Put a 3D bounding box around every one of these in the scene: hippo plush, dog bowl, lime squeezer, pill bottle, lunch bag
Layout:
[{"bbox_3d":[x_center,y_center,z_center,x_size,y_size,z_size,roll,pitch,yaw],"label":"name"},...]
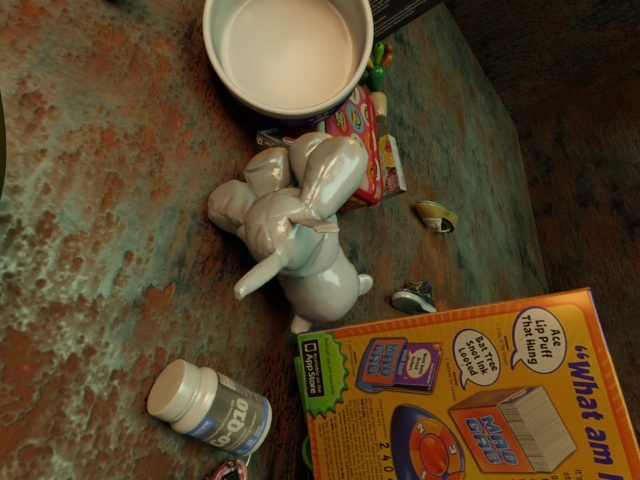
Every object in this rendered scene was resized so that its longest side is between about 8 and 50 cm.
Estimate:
[{"bbox_3d":[0.000,0.000,0.593,0.236,0.234,0.294,56,-5,-36],"label":"hippo plush"},{"bbox_3d":[-0.051,-0.328,0.664,0.104,0.265,0.265,-146,-146,-86],"label":"dog bowl"},{"bbox_3d":[0.021,0.341,0.639,0.110,0.059,0.310,-39,105,-50],"label":"lime squeezer"},{"bbox_3d":[-0.132,0.203,0.488,0.137,0.078,0.078,42,46,-32],"label":"pill bottle"},{"bbox_3d":[0.042,-0.210,0.858,0.258,0.120,0.293,20,61,-50],"label":"lunch bag"}]

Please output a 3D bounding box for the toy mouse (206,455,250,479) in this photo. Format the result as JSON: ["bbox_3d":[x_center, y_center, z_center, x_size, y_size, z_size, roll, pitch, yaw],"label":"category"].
[{"bbox_3d":[-0.121,0.331,0.483,0.143,0.031,0.161,28,52,-45],"label":"toy mouse"}]

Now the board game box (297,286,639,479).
[{"bbox_3d":[0.220,0.286,0.596,0.356,0.356,0.357,23,57,-63],"label":"board game box"}]

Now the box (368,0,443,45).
[{"bbox_3d":[0.019,-0.535,0.771,0.312,0.343,0.179,17,64,-47],"label":"box"}]

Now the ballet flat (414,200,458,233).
[{"bbox_3d":[0.358,-0.065,1.215,0.232,0.080,0.073,11,82,-47],"label":"ballet flat"}]

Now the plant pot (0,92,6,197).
[{"bbox_3d":[-0.311,-0.081,0.245,0.237,0.254,0.237,24,58,-45],"label":"plant pot"}]

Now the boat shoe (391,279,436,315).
[{"bbox_3d":[0.225,0.130,0.980,0.183,0.065,0.083,32,49,-47],"label":"boat shoe"}]

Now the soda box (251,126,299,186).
[{"bbox_3d":[-0.034,-0.132,0.693,0.169,0.060,0.053,30,36,12],"label":"soda box"}]

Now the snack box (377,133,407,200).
[{"bbox_3d":[0.144,-0.170,0.969,0.037,0.100,0.141,6,70,-51],"label":"snack box"}]

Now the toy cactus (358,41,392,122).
[{"bbox_3d":[0.124,-0.374,0.980,0.112,0.219,0.180,-1,68,-13],"label":"toy cactus"}]
